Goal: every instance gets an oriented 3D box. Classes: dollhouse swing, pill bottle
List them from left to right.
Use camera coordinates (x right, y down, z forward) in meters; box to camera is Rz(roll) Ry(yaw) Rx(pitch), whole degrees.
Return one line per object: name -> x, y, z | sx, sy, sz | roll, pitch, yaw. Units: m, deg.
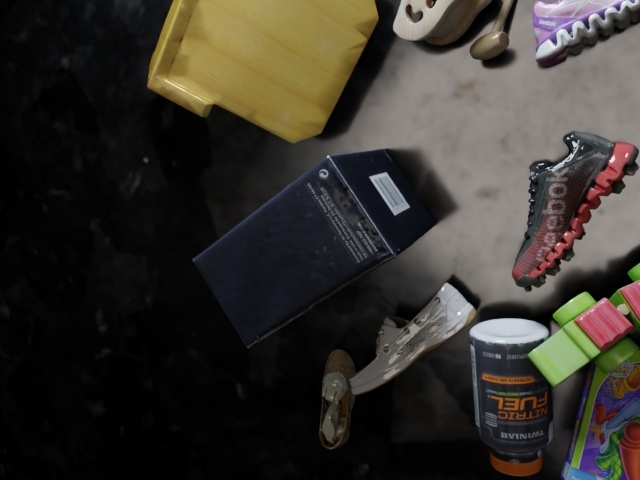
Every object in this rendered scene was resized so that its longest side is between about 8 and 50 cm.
dollhouse swing -> -0.111, -0.396, 1.071 | 0.305, 0.315, 0.347 | 19, 111, -23
pill bottle -> 0.326, 0.266, 0.986 | 0.130, 0.130, 0.246 | -3, 99, 23

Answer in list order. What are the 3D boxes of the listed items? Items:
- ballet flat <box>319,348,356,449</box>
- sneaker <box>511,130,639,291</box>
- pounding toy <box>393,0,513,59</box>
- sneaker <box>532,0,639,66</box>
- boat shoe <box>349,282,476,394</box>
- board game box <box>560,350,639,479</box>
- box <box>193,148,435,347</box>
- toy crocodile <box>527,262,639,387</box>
ballet flat -> 0.032, 0.321, 1.152 | 0.073, 0.067, 0.206 | 3, 100, 23
sneaker -> 0.372, -0.052, 0.928 | 0.135, 0.097, 0.276 | 33, 108, 14
pounding toy -> 0.215, -0.405, 0.946 | 0.154, 0.155, 0.269 | -18, 82, 52
sneaker -> 0.420, -0.360, 0.860 | 0.236, 0.095, 0.104 | -24, 82, 25
boat shoe -> 0.149, 0.179, 1.066 | 0.277, 0.098, 0.096 | -40, 83, 14
board game box -> 0.574, 0.315, 0.876 | 0.347, 0.078, 0.233 | 15, 82, 19
box -> 0.000, 0.000, 0.982 | 0.294, 0.296, 0.183 | -36, 85, 24
toy crocodile -> 0.468, 0.102, 0.868 | 0.340, 0.105, 0.115 | -31, 65, 1
